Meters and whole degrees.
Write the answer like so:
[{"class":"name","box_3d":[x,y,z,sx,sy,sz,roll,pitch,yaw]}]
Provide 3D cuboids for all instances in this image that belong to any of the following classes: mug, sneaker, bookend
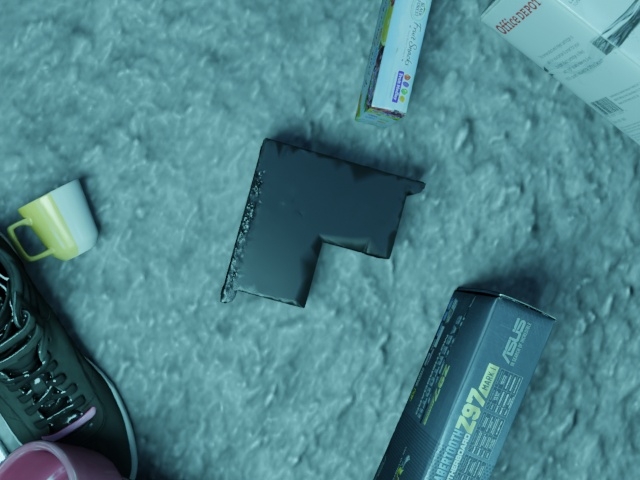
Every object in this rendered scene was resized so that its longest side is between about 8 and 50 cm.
[{"class":"mug","box_3d":[-0.247,-0.013,0.955,0.078,0.062,0.064,-28,100,-5]},{"class":"sneaker","box_3d":[-0.264,0.117,0.906,0.104,0.147,0.296,-31,93,-6]},{"class":"bookend","box_3d":[0.000,0.000,0.965,0.157,0.072,0.156,15,89,-5]}]

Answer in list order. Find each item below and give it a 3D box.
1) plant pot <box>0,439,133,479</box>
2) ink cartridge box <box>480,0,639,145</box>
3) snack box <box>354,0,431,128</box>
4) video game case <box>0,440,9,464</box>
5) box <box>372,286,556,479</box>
[{"class":"plant pot","box_3d":[-0.187,0.286,0.876,0.180,0.201,0.201,23,87,-37]},{"class":"ink cartridge box","box_3d":[0.274,-0.191,0.946,0.219,0.160,0.092,38,85,-4]},{"class":"snack box","box_3d":[0.071,-0.183,0.959,0.037,0.100,0.141,14,87,-5]},{"class":"video game case","box_3d":[-0.388,0.169,0.961,0.119,0.015,0.166,-33,92,-4]},{"class":"box","box_3d":[0.119,0.159,0.918,0.059,0.183,0.233,23,88,-4]}]
